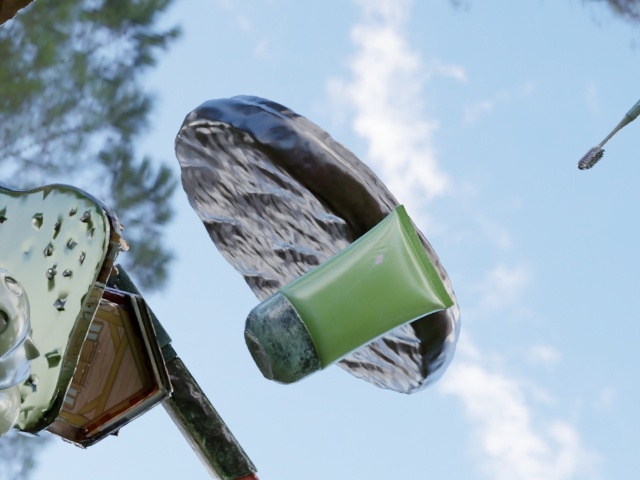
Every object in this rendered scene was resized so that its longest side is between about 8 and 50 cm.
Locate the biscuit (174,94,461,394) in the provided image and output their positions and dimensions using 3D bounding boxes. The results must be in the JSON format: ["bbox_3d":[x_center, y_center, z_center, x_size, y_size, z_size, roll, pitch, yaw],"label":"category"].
[{"bbox_3d":[0.000,0.000,1.790,0.407,0.091,0.407,41,-21,19],"label":"biscuit"}]

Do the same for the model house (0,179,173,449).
[{"bbox_3d":[-0.230,0.067,1.395,0.154,0.207,0.294,26,-10,-39],"label":"model house"}]

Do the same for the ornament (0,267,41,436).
[{"bbox_3d":[-0.226,0.073,1.063,0.081,0.075,0.156,16,-36,-2],"label":"ornament"}]

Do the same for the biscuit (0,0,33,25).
[{"bbox_3d":[-0.166,-0.151,0.653,0.142,0.029,0.221,-5,-31,-13],"label":"biscuit"}]

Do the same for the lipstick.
[{"bbox_3d":[-0.145,0.167,1.674,0.312,0.051,0.051,55,-16,5],"label":"lipstick"}]

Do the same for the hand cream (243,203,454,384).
[{"bbox_3d":[0.019,0.051,1.274,0.095,0.175,0.046,62,-27,-4],"label":"hand cream"}]

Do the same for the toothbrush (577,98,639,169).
[{"bbox_3d":[0.286,-0.119,1.413,0.167,0.014,0.011,-44,-65,-13],"label":"toothbrush"}]
